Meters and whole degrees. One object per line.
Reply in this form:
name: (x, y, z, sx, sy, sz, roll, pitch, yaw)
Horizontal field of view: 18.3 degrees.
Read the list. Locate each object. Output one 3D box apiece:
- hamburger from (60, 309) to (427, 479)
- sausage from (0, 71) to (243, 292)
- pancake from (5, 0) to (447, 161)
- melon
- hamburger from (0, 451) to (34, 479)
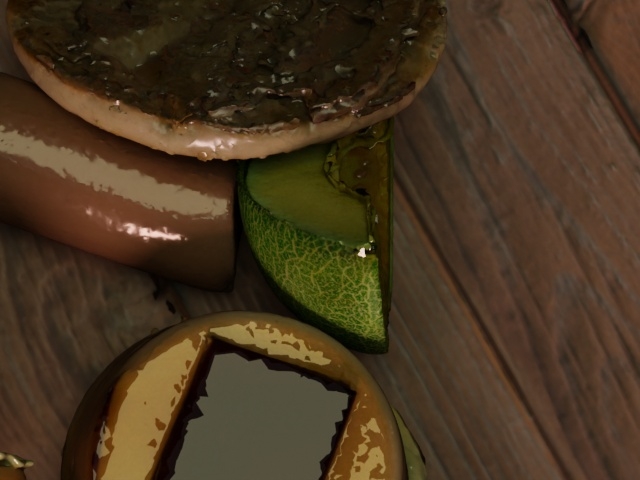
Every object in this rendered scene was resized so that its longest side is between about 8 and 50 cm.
hamburger: (-0.067, 0.199, 1.618, 0.302, 0.170, 0.302, 2, 71, -6)
sausage: (-0.176, -0.046, 1.694, 0.252, 0.123, 0.123, 19, 72, -4)
pancake: (-0.070, -0.204, 1.721, 0.382, 0.071, 0.382, 2, 47, -2)
melon: (0.000, 0.000, 1.681, 0.129, 0.169, 0.265, -2, 31, 5)
hamburger: (-0.357, 0.194, 1.522, 0.274, 0.274, 0.212, -22, 76, -14)
